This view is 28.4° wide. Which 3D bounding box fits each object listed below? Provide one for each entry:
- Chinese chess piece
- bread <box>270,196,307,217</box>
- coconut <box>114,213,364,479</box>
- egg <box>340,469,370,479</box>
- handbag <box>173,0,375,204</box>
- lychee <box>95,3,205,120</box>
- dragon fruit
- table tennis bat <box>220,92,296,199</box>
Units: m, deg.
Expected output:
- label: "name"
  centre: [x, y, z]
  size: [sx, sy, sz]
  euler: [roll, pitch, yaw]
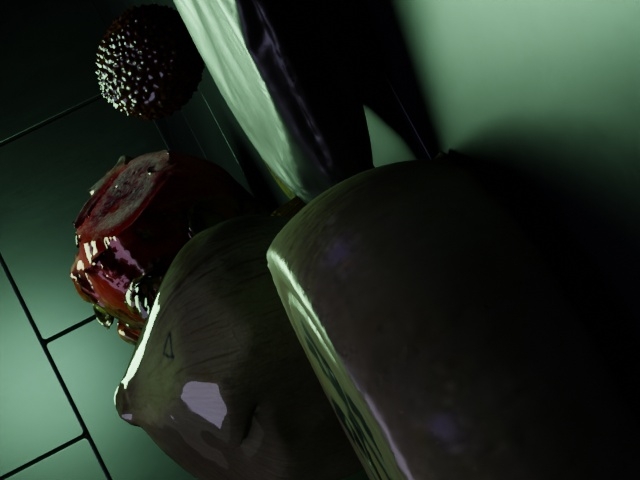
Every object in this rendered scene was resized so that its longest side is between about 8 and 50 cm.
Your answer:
- label: "Chinese chess piece"
  centre: [0.070, 0.084, 0.613]
  size: [0.257, 0.104, 0.257]
  euler: [62, 174, 12]
- label: "bread"
  centre: [0.000, 0.000, 1.028]
  size: [0.085, 0.053, 0.085]
  euler: [49, 160, 26]
- label: "coconut"
  centre: [-0.034, 0.079, 0.866]
  size: [0.224, 0.224, 0.224]
  euler: [61, 173, 13]
- label: "egg"
  centre: [0.034, 0.253, 1.023]
  size: [0.269, 0.220, 0.220]
  euler: [63, 173, -11]
- label: "handbag"
  centre: [-0.057, -0.174, 0.693]
  size: [0.191, 0.075, 0.332]
  euler: [52, 166, 58]
- label: "lychee"
  centre: [-0.182, -0.195, 1.358]
  size: [0.123, 0.123, 0.129]
  euler: [62, 163, 9]
- label: "dragon fruit"
  centre: [-0.156, 0.034, 1.593]
  size: [0.269, 0.250, 0.291]
  euler: [7, 143, 54]
- label: "table tennis bat"
  centre: [-0.056, -0.100, 1.214]
  size: [0.155, 0.019, 0.100]
  euler: [56, 171, 33]
